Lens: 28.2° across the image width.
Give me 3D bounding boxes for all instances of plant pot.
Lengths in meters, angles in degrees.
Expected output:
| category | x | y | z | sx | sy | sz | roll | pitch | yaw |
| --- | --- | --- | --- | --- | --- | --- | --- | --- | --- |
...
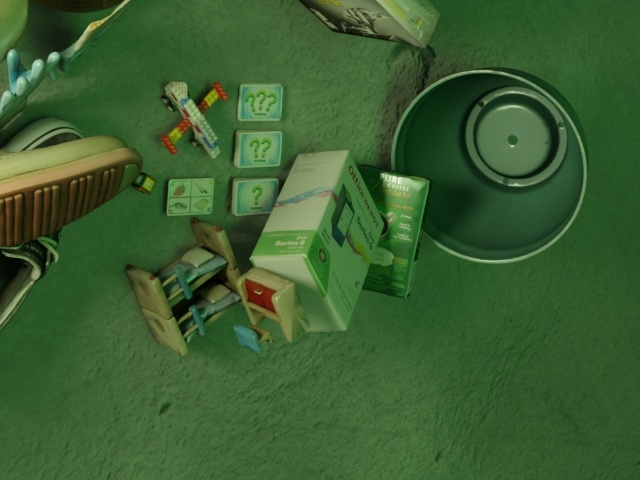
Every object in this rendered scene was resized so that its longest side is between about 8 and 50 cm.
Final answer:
| category | x | y | z | sx | sy | sz | roll | pitch | yaw |
| --- | --- | --- | --- | --- | --- | --- | --- | --- | --- |
| plant pot | 0.277 | -0.134 | 1.941 | 0.196 | 0.293 | 0.293 | -40 | 134 | -61 |

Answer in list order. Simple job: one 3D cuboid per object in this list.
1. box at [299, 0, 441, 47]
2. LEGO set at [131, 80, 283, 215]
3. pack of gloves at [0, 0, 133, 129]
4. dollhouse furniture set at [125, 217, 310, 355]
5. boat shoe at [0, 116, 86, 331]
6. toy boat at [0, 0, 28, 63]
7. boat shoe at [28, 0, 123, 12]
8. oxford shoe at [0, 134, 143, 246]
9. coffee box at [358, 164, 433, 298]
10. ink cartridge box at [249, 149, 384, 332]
| category | x | y | z | sx | sy | sz | roll | pitch | yaw |
| --- | --- | --- | --- | --- | --- | --- | --- | --- | --- |
| box | 0.025 | -0.343 | 1.667 | 0.231 | 0.183 | 0.056 | 35 | 79 | -45 |
| LEGO set | -0.136 | -0.118 | 1.684 | 0.244 | 0.060 | 0.182 | -4 | 103 | -42 |
| pack of gloves | -0.304 | -0.201 | 1.401 | 0.046 | 0.232 | 0.195 | 47 | 66 | -10 |
| dollhouse furniture set | -0.135 | 0.073 | 1.658 | 0.129 | 0.183 | 0.129 | -38 | 127 | -28 |
| boat shoe | -0.355 | 0.014 | 1.473 | 0.121 | 0.119 | 0.335 | 39 | 77 | -44 |
| toy boat | -0.451 | -0.242 | 1.260 | 0.267 | 0.148 | 0.318 | 57 | 40 | -22 |
| boat shoe | -0.246 | -0.337 | 1.493 | 0.285 | 0.089 | 0.105 | -13 | 139 | -38 |
| oxford shoe | -0.386 | -0.069 | 1.349 | 0.397 | 0.146 | 0.140 | -15 | 158 | -26 |
| coffee box | 0.097 | -0.014 | 1.900 | 0.040 | 0.113 | 0.184 | -20 | 120 | -72 |
| ink cartridge box | 0.000 | 0.000 | 1.774 | 0.154 | 0.093 | 0.212 | 63 | 34 | -37 |
